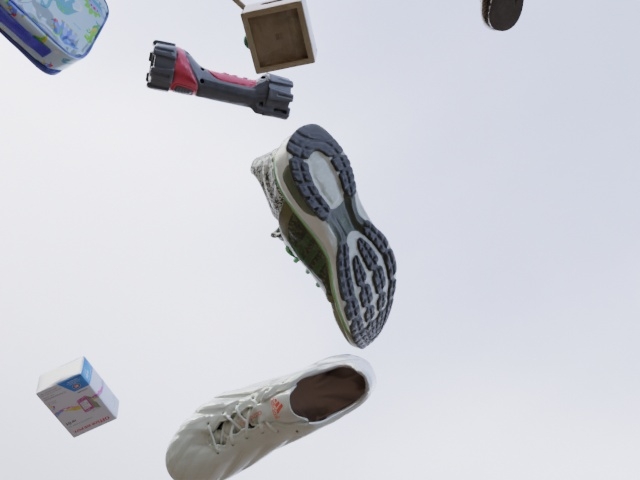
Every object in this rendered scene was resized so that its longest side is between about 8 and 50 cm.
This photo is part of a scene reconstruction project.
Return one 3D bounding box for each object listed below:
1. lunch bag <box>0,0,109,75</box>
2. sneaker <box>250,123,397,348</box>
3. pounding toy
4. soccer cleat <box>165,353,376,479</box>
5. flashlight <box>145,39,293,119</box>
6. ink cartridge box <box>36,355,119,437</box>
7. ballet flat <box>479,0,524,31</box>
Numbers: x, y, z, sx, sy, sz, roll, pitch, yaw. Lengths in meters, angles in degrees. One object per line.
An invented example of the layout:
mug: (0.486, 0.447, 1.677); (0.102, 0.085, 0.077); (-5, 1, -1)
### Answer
lunch bag: (-0.454, -0.384, 1.135); (0.090, 0.176, 0.219); (-19, -45, 31)
sneaker: (0.000, 0.000, 1.262); (0.182, 0.158, 0.411); (-2, -66, 49)
pounding toy: (-0.088, -0.382, 1.292); (0.141, 0.100, 0.130); (-9, -61, 9)
soccer cleat: (-0.044, 0.148, 0.606); (0.196, 0.076, 0.068); (-25, -97, -5)
flashlight: (-0.209, -0.340, 1.515); (0.303, 0.103, 0.103); (7, -62, -21)
ink cartridge box: (-0.424, 0.276, 1.261); (0.088, 0.052, 0.123); (-24, -57, 2)
ballet flat: (0.274, -0.421, 1.004); (0.084, 0.058, 0.250); (0, -61, -19)
